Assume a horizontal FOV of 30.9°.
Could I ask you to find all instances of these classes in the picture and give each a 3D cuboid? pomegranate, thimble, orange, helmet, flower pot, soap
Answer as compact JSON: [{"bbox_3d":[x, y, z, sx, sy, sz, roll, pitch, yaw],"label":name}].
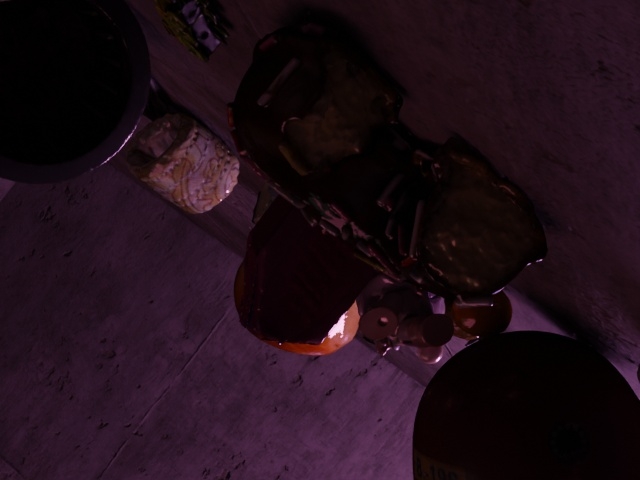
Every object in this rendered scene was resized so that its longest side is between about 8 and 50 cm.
[{"bbox_3d":[-0.029,0.099,2.182,0.252,0.229,0.270,24,178,30],"label":"pomegranate"},{"bbox_3d":[-0.245,-0.133,2.016,0.190,0.137,0.143,-8,144,46],"label":"thimble"},{"bbox_3d":[0.216,0.093,1.545,0.083,0.070,0.083,2,167,0],"label":"orange"},{"bbox_3d":[0.253,0.233,1.497,0.385,0.337,0.230,5,113,67],"label":"helmet"},{"bbox_3d":[-0.426,-0.265,1.648,0.293,0.293,0.330,42,179,-31],"label":"flower pot"},{"bbox_3d":[-0.013,0.024,1.526,0.162,0.250,0.099,39,174,-26],"label":"soap"}]

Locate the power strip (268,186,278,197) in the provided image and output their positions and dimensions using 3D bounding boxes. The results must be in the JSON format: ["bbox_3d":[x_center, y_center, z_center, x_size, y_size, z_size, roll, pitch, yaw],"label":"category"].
[{"bbox_3d":[0.036,-0.016,1.807,0.253,0.054,0.167,42,172,-23],"label":"power strip"}]

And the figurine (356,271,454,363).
[{"bbox_3d":[0.112,0.087,1.599,0.276,0.133,0.200,-71,-34,-78],"label":"figurine"}]

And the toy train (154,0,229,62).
[{"bbox_3d":[-0.154,-0.262,1.193,0.085,0.053,0.250,41,174,16],"label":"toy train"}]

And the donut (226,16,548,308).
[{"bbox_3d":[0.040,-0.072,1.153,0.345,0.136,0.259,42,168,-24],"label":"donut"}]

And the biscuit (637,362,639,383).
[{"bbox_3d":[0.426,0.185,1.244,0.181,0.049,0.208,39,174,-20],"label":"biscuit"}]

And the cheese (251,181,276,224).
[{"bbox_3d":[0.000,0.000,1.915,0.251,0.054,0.127,35,-146,-18],"label":"cheese"}]

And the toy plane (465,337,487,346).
[{"bbox_3d":[0.274,0.173,1.817,0.189,0.061,0.130,39,-157,16],"label":"toy plane"}]

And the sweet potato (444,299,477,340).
[{"bbox_3d":[0.177,0.099,1.756,0.081,0.062,0.233,-7,-165,-26],"label":"sweet potato"}]

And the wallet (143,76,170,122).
[{"bbox_3d":[-0.369,-0.305,1.994,0.247,0.041,0.323,34,166,15],"label":"wallet"}]
